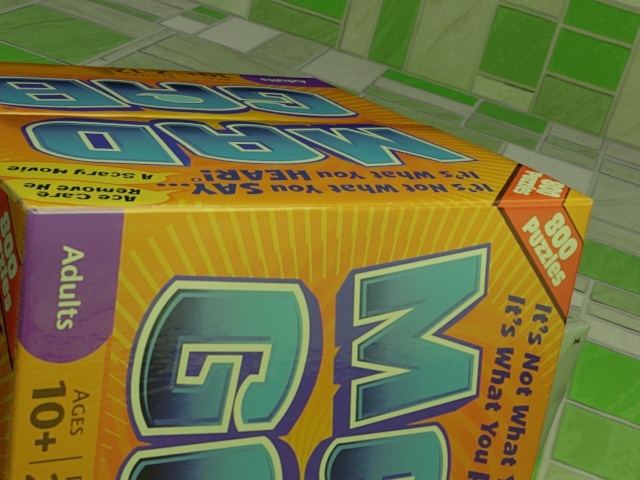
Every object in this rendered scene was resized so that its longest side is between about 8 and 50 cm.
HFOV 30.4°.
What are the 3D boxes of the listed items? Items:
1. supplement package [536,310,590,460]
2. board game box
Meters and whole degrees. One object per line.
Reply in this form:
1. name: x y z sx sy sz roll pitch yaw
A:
1. supplement package: 0.134 0.132 1.398 0.198 0.199 0.263 -9 34 -41
2. board game box: -0.096 0.088 0.815 0.357 0.356 0.356 -2 20 -30
